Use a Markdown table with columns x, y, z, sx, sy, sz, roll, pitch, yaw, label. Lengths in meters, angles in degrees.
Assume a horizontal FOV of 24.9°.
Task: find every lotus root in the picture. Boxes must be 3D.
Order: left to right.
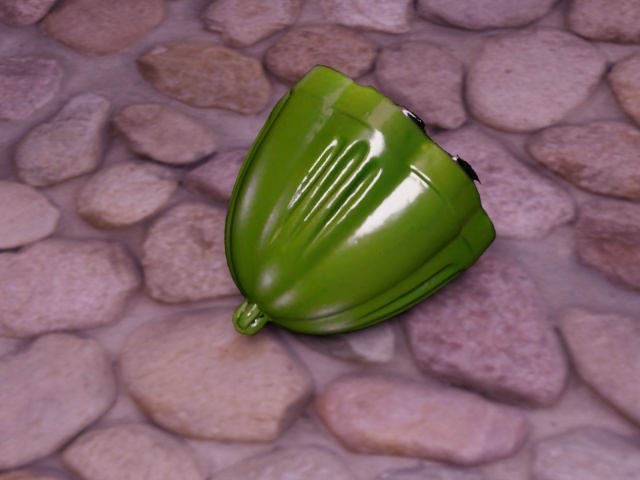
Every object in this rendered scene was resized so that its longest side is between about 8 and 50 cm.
| x | y | z | sx | sy | sz | roll | pitch | yaw | label |
| --- | --- | --- | --- | --- | --- | --- | --- | --- | --- |
| 0.000 | 0.000 | 0.983 | 0.186 | 0.186 | 0.186 | -3 | 42 | 3 | lotus root |
